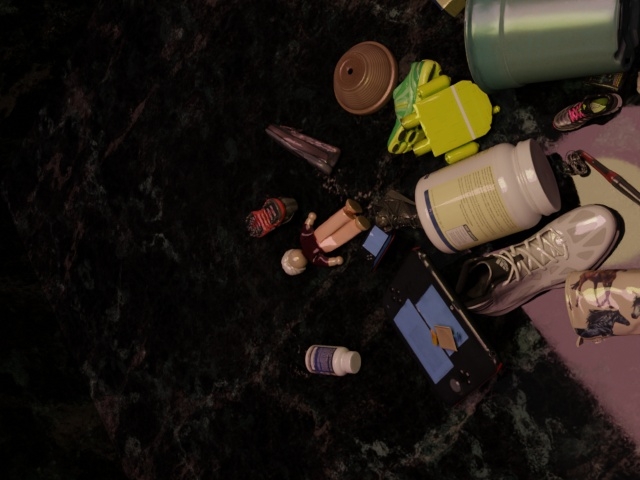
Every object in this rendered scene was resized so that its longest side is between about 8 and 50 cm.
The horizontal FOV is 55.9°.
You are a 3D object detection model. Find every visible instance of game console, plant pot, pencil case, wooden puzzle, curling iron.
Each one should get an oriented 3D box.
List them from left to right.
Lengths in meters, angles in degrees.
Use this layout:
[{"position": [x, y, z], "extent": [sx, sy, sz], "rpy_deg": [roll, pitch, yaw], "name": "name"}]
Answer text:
[{"position": [0.125, -0.530, 1.942], "extent": [0.237, 0.109, 0.238], "rpy_deg": [-1, 88, 35], "name": "plant pot"}, {"position": [0.173, 0.012, 1.897], "extent": [0.124, 0.085, 0.144], "rpy_deg": [40, 110, 30], "name": "game console"}, {"position": [0.319, 0.250, 1.687], "extent": [0.387, 0.060, 0.342], "rpy_deg": [57, 157, 22], "name": "game console"}, {"position": [0.333, 0.258, 1.604], "extent": [0.116, 0.014, 0.079], "rpy_deg": [10, 121, 61], "name": "wooden puzzle"}, {"position": [0.578, -0.534, 1.468], "extent": [0.334, 0.341, 0.342], "rpy_deg": [9, 93, 37], "name": "plant pot"}, {"position": [0.737, -0.144, 1.530], "extent": [0.274, 0.035, 0.068], "rpy_deg": [43, 116, 30], "name": "curling iron"}, {"position": [0.795, 0.153, 1.400], "extent": [0.410, 0.160, 0.184], "rpy_deg": [-5, 101, 35], "name": "pencil case"}]

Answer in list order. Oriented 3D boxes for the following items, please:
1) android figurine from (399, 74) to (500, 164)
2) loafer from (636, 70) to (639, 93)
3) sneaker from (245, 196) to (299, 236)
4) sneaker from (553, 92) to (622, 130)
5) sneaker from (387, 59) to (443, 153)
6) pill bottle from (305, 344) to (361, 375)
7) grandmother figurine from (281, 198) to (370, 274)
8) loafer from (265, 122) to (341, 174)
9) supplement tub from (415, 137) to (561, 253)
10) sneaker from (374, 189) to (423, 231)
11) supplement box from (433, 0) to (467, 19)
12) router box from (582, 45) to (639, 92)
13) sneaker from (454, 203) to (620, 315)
[{"position": [0.376, -0.352, 1.737], "extent": [0.272, 0.056, 0.248], "rpy_deg": [-25, 94, 12], "name": "android figurine"}, {"position": [0.900, -0.384, 1.377], "extent": [0.319, 0.112, 0.112], "rpy_deg": [10, 102, 36], "name": "loafer"}, {"position": [-0.168, -0.086, 2.142], "extent": [0.276, 0.135, 0.098], "rpy_deg": [-29, 83, 55], "name": "sneaker"}, {"position": [0.680, -0.337, 1.554], "extent": [0.170, 0.074, 0.063], "rpy_deg": [-18, 78, 34], "name": "sneaker"}, {"position": [0.278, -0.405, 1.844], "extent": [0.123, 0.109, 0.296], "rpy_deg": [37, 109, 51], "name": "sneaker"}, {"position": [0.043, 0.392, 1.968], "extent": [0.169, 0.094, 0.094], "rpy_deg": [-3, 86, 36], "name": "pill bottle"}, {"position": [0.000, 0.000, 2.016], "extent": [0.342, 0.104, 0.208], "rpy_deg": [-39, 57, 25], "name": "grandmother figurine"}, {"position": [-0.056, -0.334, 2.082], "extent": [0.302, 0.109, 0.095], "rpy_deg": [36, 89, 25], "name": "loafer"}, {"position": [0.445, -0.118, 1.616], "extent": [0.324, 0.235, 0.236], "rpy_deg": [-22, 76, 33], "name": "supplement tub"}, {"position": [0.250, -0.062, 1.809], "extent": [0.130, 0.087, 0.227], "rpy_deg": [-42, 51, -21], "name": "sneaker"}, {"position": [0.388, -0.713, 1.775], "extent": [0.083, 0.083, 0.056], "rpy_deg": [-43, 65, 27], "name": "supplement box"}, {"position": [0.741, -0.449, 1.538], "extent": [0.092, 0.038, 0.123], "rpy_deg": [27, 104, 35], "name": "router box"}, {"position": [0.535, 0.063, 1.529], "extent": [0.447, 0.257, 0.169], "rpy_deg": [-40, 66, 27], "name": "sneaker"}]
